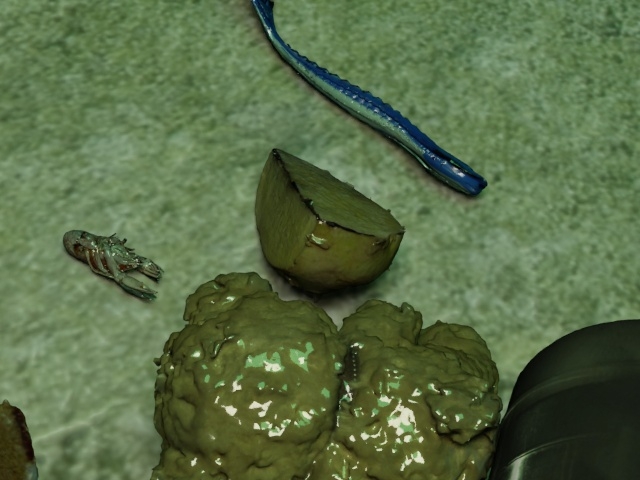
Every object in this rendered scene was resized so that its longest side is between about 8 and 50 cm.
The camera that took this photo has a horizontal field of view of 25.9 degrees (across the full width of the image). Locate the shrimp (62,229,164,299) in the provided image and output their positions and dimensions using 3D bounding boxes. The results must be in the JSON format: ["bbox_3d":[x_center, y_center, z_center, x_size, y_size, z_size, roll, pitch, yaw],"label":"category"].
[{"bbox_3d":[-0.163,0.015,1.121,0.092,0.029,0.038,35,46,9],"label":"shrimp"}]

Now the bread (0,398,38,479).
[{"bbox_3d":[-0.197,0.306,0.792,0.113,0.165,0.416,11,46,-43],"label":"bread"}]

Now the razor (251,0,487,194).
[{"bbox_3d":[0.025,-0.144,1.270,0.056,0.093,0.324,-46,72,8],"label":"razor"}]

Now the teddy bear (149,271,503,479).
[{"bbox_3d":[0.003,0.129,0.988,0.256,0.156,0.267,12,53,0],"label":"teddy bear"}]

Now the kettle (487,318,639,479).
[{"bbox_3d":[0.218,0.264,0.831,0.321,0.228,0.324,38,49,-16],"label":"kettle"}]

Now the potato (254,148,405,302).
[{"bbox_3d":[0.000,0.000,1.146,0.101,0.089,0.172,16,16,-24],"label":"potato"}]
